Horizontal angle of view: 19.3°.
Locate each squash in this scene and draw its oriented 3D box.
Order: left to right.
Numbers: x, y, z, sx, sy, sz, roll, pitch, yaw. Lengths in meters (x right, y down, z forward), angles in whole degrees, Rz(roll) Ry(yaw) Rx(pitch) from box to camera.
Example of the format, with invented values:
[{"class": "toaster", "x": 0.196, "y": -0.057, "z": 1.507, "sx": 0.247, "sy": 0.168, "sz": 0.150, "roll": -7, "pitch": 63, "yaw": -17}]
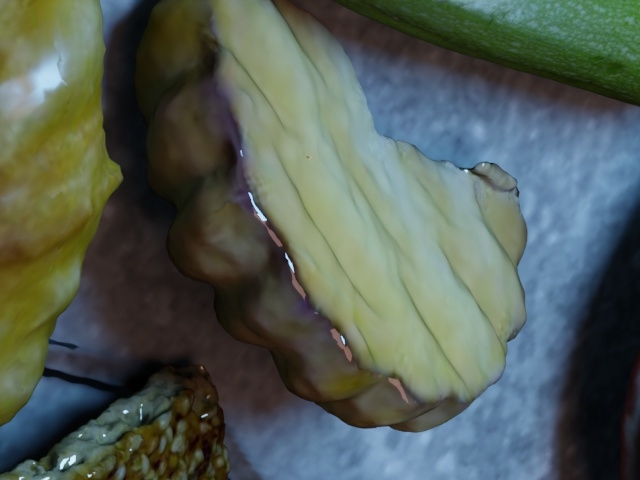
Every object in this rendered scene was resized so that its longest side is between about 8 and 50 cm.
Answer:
[{"class": "squash", "x": 0.071, "y": -0.086, "z": 0.601, "sx": 0.239, "sy": 0.069, "sz": 0.069, "roll": 11, "pitch": 105, "yaw": -41}]

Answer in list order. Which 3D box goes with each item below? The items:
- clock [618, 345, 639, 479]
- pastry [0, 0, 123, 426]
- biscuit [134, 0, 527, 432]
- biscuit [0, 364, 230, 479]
[{"class": "clock", "x": 0.247, "y": 0.031, "z": 0.783, "sx": 0.318, "sy": 0.080, "sz": 0.318, "roll": -21, "pitch": 127, "yaw": -30}, {"class": "pastry", "x": -0.167, "y": -0.023, "z": 0.425, "sx": 0.257, "sy": 0.121, "sz": 0.235, "roll": -32, "pitch": 127, "yaw": -17}, {"class": "biscuit", "x": 0.000, "y": 0.000, "z": 0.593, "sx": 0.183, "sy": 0.061, "sz": 0.118, "roll": 41, "pitch": 44, "yaw": -41}, {"class": "biscuit", "x": -0.072, "y": 0.162, "z": 0.620, "sx": 0.131, "sy": 0.025, "sz": 0.231, "roll": -35, "pitch": 134, "yaw": -50}]
